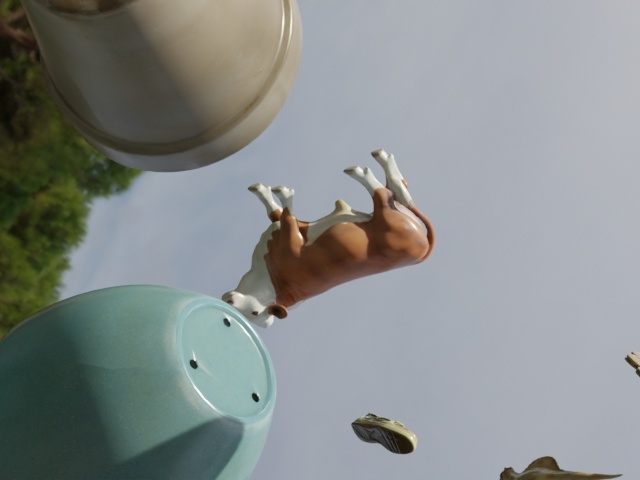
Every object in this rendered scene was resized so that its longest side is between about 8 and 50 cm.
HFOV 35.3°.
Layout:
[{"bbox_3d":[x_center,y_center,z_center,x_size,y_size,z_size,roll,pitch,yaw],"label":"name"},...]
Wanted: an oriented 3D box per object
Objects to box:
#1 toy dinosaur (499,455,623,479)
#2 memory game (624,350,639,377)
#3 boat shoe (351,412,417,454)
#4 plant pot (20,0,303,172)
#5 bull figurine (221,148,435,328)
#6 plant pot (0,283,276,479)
[{"bbox_3d":[0.279,0.308,1.270,0.183,0.053,0.092,-15,-151,47],"label":"toy dinosaur"},{"bbox_3d":[0.469,0.199,1.278,0.012,0.186,0.186,-58,-157,14],"label":"memory game"},{"bbox_3d":[0.113,0.316,1.677,0.048,0.056,0.153,-35,-164,-29],"label":"boat shoe"},{"bbox_3d":[-0.200,-0.268,1.123,0.323,0.323,0.280,-59,165,-6],"label":"plant pot"},{"bbox_3d":[0.000,0.000,1.391,0.310,0.188,0.101,-17,-165,-5],"label":"bull figurine"},{"bbox_3d":[-0.158,0.159,1.005,0.195,0.290,0.290,-32,-148,29],"label":"plant pot"}]
